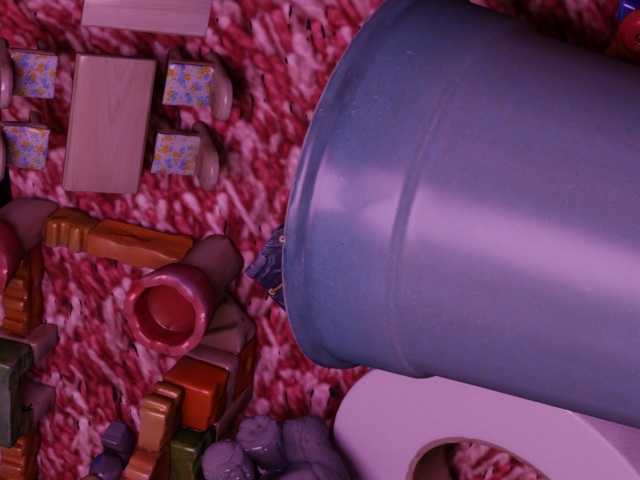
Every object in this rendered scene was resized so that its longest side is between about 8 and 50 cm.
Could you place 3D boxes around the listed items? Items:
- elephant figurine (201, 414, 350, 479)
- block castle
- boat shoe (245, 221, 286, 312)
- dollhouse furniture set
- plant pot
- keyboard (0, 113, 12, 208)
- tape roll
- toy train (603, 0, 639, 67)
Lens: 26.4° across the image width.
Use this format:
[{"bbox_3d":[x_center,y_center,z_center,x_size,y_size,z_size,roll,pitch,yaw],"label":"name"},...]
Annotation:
[{"bbox_3d":[-0.026,0.297,1.392,0.169,0.186,0.239,-9,135,3],"label":"elephant figurine"},{"bbox_3d":[-0.251,0.199,1.435,0.303,0.213,0.453,13,115,13],"label":"block castle"},{"bbox_3d":[0.000,0.000,1.350,0.083,0.065,0.183,40,119,-2],"label":"boat shoe"},{"bbox_3d":[-0.184,-0.144,1.247,0.212,0.161,0.242,2,118,-19],"label":"dollhouse furniture set"},{"bbox_3d":[0.201,-0.008,1.086,0.334,0.341,0.341,17,117,26],"label":"plant pot"},{"bbox_3d":[-0.387,-0.098,1.467,0.100,0.038,0.192,-4,111,-5],"label":"keyboard"},{"bbox_3d":[0.187,0.258,1.317,0.392,0.072,0.392,23,133,27],"label":"tape roll"},{"bbox_3d":[0.268,-0.161,1.185,0.248,0.105,0.143,31,135,9],"label":"toy train"}]
